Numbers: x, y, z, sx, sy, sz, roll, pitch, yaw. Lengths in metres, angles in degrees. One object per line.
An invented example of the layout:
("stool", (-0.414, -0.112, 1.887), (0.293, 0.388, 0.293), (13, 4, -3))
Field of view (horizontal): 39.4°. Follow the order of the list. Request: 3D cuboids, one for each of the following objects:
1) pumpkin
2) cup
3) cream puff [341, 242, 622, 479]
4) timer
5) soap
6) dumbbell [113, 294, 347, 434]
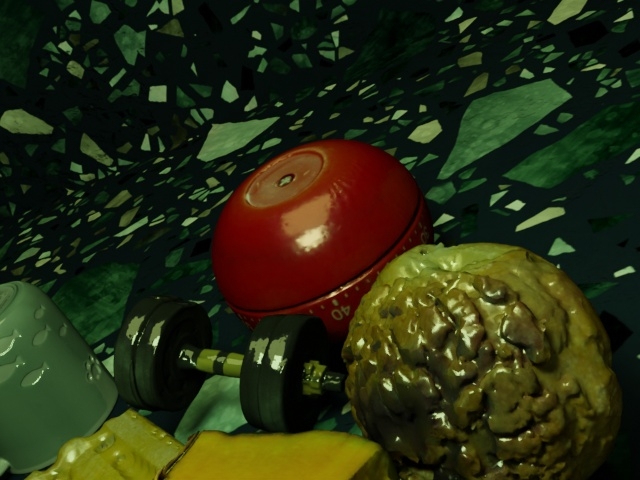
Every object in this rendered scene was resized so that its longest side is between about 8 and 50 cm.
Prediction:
("pumpkin", (-0.045, 0.348, 0.914), (0.225, 0.304, 0.256), (-1, -6, 32))
("cup", (-0.577, 0.267, 1.602), (0.259, 0.275, 0.357), (-6, 33, 41))
("cream puff", (0.152, 0.153, 0.988), (0.231, 0.327, 0.343), (-22, 53, -34))
("timer", (0.000, 0.000, 1.503), (0.377, 0.279, 0.378), (-22, 29, 13))
("soap", (-0.281, 0.396, 1.200), (0.293, 0.156, 0.335), (-38, 26, -27))
("dumbbell", (-0.144, 0.183, 1.336), (0.388, 0.185, 0.185), (6, 39, 22))
